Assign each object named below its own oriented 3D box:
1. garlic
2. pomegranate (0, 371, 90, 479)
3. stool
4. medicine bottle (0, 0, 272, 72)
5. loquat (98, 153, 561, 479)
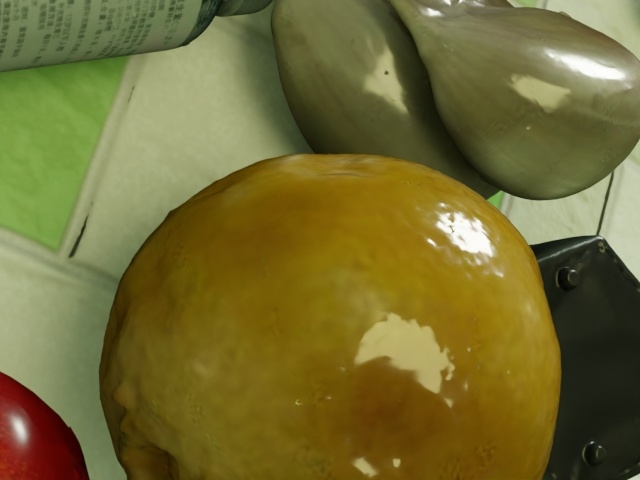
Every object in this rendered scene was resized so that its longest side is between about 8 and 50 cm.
[{"bbox_3d":[0.112,-0.150,1.264,0.340,0.231,0.246,34,69,-32],"label":"garlic"},{"bbox_3d":[-0.252,0.186,0.996,0.210,0.210,0.235,34,99,-26],"label":"pomegranate"},{"bbox_3d":[0.184,0.111,1.330,0.232,0.141,0.232,5,82,-34],"label":"stool"},{"bbox_3d":[-0.170,-0.198,1.132,0.293,0.141,0.141,-12,91,-34],"label":"medicine bottle"},{"bbox_3d":[0.009,0.093,1.112,0.328,0.328,0.328,5,82,-33],"label":"loquat"}]
